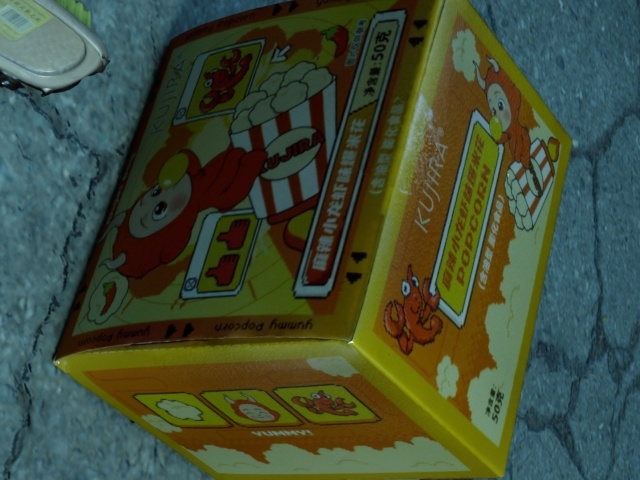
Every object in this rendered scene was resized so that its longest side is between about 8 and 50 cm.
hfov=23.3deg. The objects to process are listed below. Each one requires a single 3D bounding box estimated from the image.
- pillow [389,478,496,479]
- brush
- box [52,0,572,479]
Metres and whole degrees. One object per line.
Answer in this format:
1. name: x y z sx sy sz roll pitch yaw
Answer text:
1. pillow: 0.064 0.206 1.303 0.223 0.084 0.236 -48 120 -46
2. brush: -0.253 -0.185 0.945 0.313 0.072 0.067 31 37 -45
3. box: 0.000 0.000 1.092 0.214 0.259 0.284 42 53 -41
